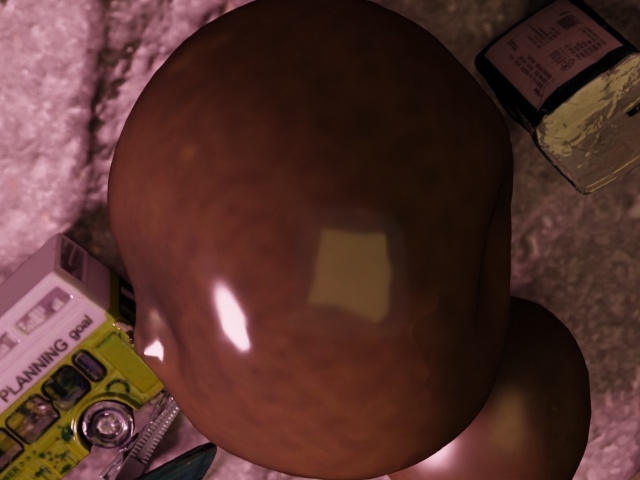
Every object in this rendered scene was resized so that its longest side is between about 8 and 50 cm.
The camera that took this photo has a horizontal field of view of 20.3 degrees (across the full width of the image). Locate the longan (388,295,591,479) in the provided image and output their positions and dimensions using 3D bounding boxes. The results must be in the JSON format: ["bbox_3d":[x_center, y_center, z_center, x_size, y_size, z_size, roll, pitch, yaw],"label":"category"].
[{"bbox_3d":[0.129,0.135,1.395,0.189,0.189,0.189,-3,111,-9],"label":"longan"}]

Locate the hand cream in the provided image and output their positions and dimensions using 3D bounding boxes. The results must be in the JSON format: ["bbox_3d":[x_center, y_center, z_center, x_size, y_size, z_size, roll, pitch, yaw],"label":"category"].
[{"bbox_3d":[-0.169,0.218,1.365,0.048,0.224,0.083,46,131,18],"label":"hand cream"}]

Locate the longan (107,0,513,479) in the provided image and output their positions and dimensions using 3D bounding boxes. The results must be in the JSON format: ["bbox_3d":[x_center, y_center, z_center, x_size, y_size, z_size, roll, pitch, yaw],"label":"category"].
[{"bbox_3d":[0.000,0.000,1.257,0.288,0.288,0.350,-8,96,-7],"label":"longan"}]

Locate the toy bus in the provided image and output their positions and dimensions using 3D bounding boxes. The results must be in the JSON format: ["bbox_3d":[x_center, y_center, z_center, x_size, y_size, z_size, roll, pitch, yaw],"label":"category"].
[{"bbox_3d":[-0.249,0.142,1.364,0.302,0.113,0.139,-42,107,8],"label":"toy bus"}]

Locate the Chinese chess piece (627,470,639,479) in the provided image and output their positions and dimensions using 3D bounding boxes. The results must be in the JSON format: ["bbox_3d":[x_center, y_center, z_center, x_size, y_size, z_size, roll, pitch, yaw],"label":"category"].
[{"bbox_3d":[0.324,0.273,1.523,0.188,0.083,0.188,-2,108,-7],"label":"Chinese chess piece"}]

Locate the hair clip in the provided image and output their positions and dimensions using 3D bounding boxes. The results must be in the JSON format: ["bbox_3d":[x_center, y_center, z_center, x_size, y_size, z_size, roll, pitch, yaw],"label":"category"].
[{"bbox_3d":[-0.133,0.157,1.426,0.030,0.039,0.115,28,101,-24],"label":"hair clip"}]

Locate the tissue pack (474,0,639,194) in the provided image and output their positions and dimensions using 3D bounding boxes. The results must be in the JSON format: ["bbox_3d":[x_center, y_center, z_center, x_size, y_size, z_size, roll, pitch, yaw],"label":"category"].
[{"bbox_3d":[0.190,-0.110,1.310,0.103,0.170,0.090,-35,113,5],"label":"tissue pack"}]
